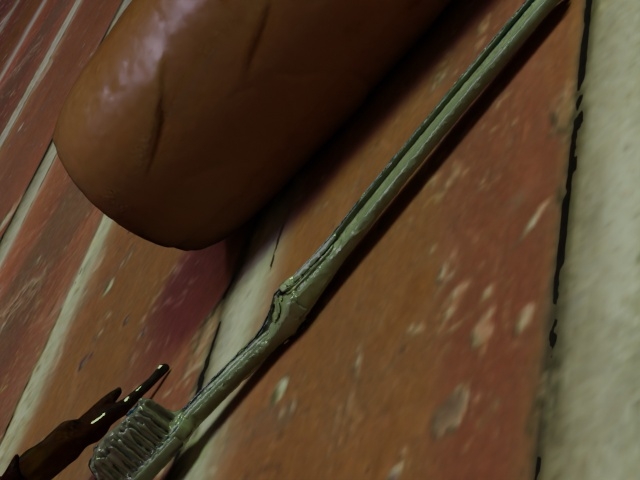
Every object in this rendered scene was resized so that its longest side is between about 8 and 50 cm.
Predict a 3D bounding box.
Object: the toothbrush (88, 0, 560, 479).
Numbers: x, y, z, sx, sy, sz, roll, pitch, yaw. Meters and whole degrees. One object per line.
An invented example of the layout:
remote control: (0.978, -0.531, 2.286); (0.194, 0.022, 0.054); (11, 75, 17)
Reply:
toothbrush: (0.004, 0.003, 0.671); (0.294, 0.028, 0.026); (-46, 20, 5)

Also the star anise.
star anise: (-0.148, 0.126, 0.751); (0.140, 0.158, 0.144); (-31, -7, 28)

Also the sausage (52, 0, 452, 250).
sausage: (-0.005, -0.128, 0.777); (0.304, 0.121, 0.121); (-48, 19, 17)
